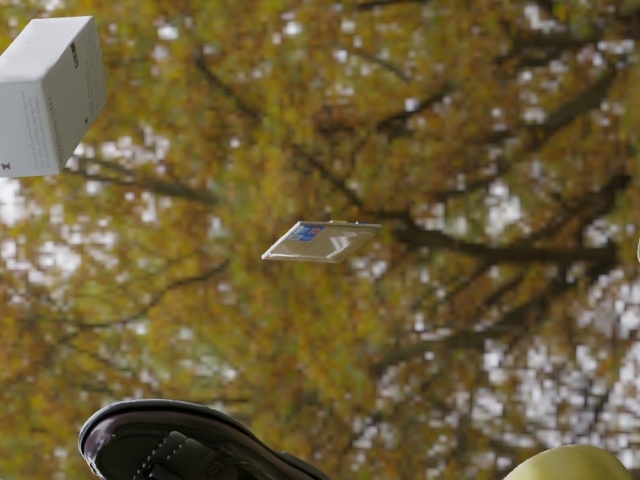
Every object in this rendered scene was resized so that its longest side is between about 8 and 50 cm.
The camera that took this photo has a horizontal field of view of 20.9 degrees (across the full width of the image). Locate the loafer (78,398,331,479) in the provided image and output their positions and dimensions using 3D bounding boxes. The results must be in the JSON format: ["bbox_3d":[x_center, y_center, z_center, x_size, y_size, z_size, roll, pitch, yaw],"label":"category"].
[{"bbox_3d":[-0.088,0.236,1.643,0.302,0.109,0.095,26,-158,-36],"label":"loafer"}]

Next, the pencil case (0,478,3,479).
[{"bbox_3d":[-0.415,0.203,1.728,0.410,0.183,0.160,98,-167,-71],"label":"pencil case"}]

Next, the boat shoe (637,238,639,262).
[{"bbox_3d":[0.371,-0.033,1.728,0.048,0.056,0.153,11,-71,-45],"label":"boat shoe"}]

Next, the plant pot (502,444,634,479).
[{"bbox_3d":[0.196,0.232,1.283,0.134,0.095,0.134,-8,-66,-18],"label":"plant pot"}]

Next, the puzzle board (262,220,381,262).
[{"bbox_3d":[0.000,0.000,1.937,0.096,0.128,0.011,3,-109,-20],"label":"puzzle board"}]

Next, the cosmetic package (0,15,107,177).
[{"bbox_3d":[-0.317,-0.169,2.003,0.231,0.085,0.117,-77,-18,-62],"label":"cosmetic package"}]
